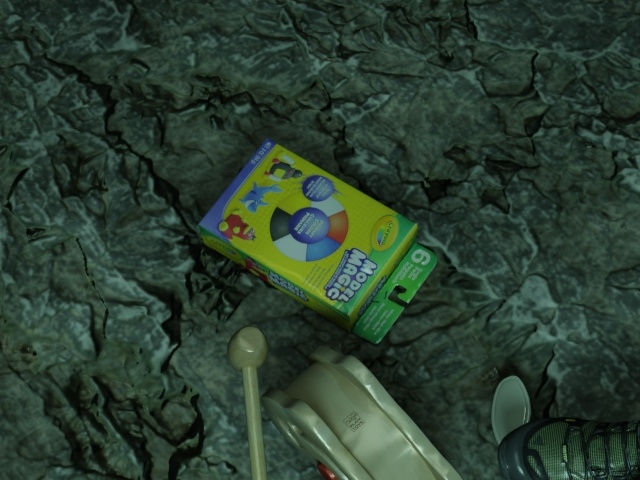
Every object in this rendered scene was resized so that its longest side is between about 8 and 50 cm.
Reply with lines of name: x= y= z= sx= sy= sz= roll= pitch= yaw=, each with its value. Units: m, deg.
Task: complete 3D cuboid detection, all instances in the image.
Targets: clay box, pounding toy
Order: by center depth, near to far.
pounding toy: x=-0.002 y=0.200 z=1.274 sx=0.155 sy=0.154 sz=0.269 roll=-40 pitch=86 yaw=-16
clay box: x=0.000 y=0.000 z=1.417 sx=0.222 sy=0.053 sz=0.127 roll=30 pitch=69 yaw=18

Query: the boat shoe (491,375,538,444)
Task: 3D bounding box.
boat shoe: x=0.198 y=0.192 z=1.315 sx=0.046 sy=0.038 sz=0.125 roll=-34 pitch=50 yaw=34

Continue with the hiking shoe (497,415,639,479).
hiking shoe: x=0.277 y=0.190 z=1.244 sx=0.227 sy=0.114 sz=0.086 roll=4 pitch=62 yaw=-13
